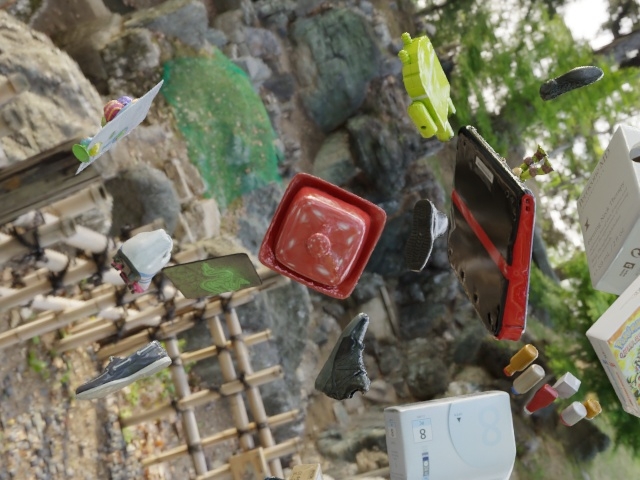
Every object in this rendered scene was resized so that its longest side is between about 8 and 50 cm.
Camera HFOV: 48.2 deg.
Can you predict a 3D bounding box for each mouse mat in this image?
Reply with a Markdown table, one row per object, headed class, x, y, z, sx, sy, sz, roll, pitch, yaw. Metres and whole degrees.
| class | x | y | z | sx | sy | sz | roll | pitch | yaw |
| --- | --- | --- | --- | --- | --- | --- | --- | --- | --- |
| mouse mat | -0.191 | 0.067 | 1.298 | 0.190 | 0.152 | 0.007 | 76 | 3 | -70 |

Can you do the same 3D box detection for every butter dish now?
| class | x | y | z | sx | sy | sz | roll | pitch | yaw |
| --- | --- | --- | --- | --- | --- | --- | --- | --- | --- |
| butter dish | 0.000 | 0.000 | 1.054 | 0.160 | 0.160 | 0.118 | 25 | 8 | -1 |

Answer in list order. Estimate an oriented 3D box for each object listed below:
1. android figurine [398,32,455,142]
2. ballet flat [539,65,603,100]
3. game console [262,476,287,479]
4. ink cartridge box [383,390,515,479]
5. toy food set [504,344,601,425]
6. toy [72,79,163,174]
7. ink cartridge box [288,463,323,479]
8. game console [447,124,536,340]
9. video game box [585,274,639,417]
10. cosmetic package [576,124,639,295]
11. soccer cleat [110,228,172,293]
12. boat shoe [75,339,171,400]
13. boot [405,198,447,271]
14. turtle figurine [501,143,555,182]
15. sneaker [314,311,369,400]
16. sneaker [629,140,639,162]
| class | x | y | z | sx | sy | sz | roll | pitch | yaw |
| --- | --- | --- | --- | --- | --- | --- | --- | --- | --- |
| android figurine | 0.252 | -0.368 | 1.706 | 0.273 | 0.056 | 0.248 | 49 | 41 | -42 |
| ballet flat | 0.686 | -0.433 | 1.966 | 0.049 | 0.173 | 0.058 | 47 | 30 | -57 |
| game console | -0.037 | 0.713 | 1.611 | 0.293 | 0.173 | 0.250 | 21 | 37 | -17 |
| ink cartridge box | 0.318 | 0.563 | 1.668 | 0.091 | 0.308 | 0.385 | 157 | -72 | -63 |
| toy food set | 0.558 | 0.378 | 1.758 | 0.232 | 0.104 | 0.111 | 39 | 41 | 7 |
| toy | -0.430 | -0.248 | 1.484 | 0.056 | 0.137 | 0.237 | 38 | 49 | -8 |
| ink cartridge box | -0.040 | 0.775 | 2.013 | 0.235 | 0.088 | 0.193 | -58 | 136 | -72 |
| game console | 0.346 | -0.019 | 1.472 | 0.387 | 0.060 | 0.342 | -106 | -165 | -61 |
| video game box | 0.534 | 0.149 | 1.145 | 0.187 | 0.205 | 0.048 | 54 | -16 | -23 |
| cosmetic package | 0.977 | -0.066 | 2.065 | 0.394 | 0.327 | 0.330 | -79 | -179 | -47 |
| soccer cleat | -0.422 | 0.049 | 1.740 | 0.116 | 0.143 | 0.331 | 55 | -18 | -3 |
| boat shoe | -0.421 | 0.273 | 1.506 | 0.065 | 0.206 | 0.075 | 61 | -24 | 16 |
| boot | 0.307 | -0.002 | 1.993 | 0.137 | 0.076 | 0.198 | 22 | 80 | -53 |
| turtle figurine | 0.611 | -0.192 | 2.220 | 0.087 | 0.217 | 0.270 | 49 | 24 | -23 |
| sneaker | 0.090 | 0.299 | 1.791 | 0.228 | 0.130 | 0.087 | -62 | 162 | -8 |
| sneaker | 0.826 | -0.262 | 1.587 | 0.105 | 0.290 | 0.123 | 16 | 62 | -45 |
